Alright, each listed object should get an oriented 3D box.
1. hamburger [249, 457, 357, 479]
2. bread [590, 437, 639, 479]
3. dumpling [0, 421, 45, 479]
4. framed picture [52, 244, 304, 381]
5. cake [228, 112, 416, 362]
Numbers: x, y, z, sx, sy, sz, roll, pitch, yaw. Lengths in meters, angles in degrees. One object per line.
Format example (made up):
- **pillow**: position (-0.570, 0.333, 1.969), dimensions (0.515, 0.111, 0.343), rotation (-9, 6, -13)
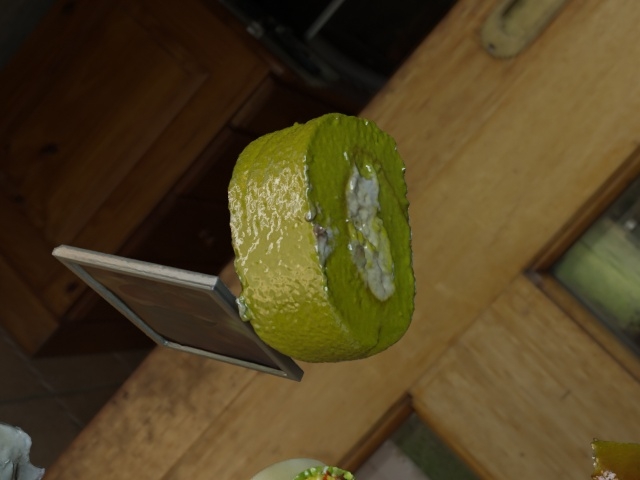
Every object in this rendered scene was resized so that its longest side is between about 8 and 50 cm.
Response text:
- **hamburger**: position (-0.018, 0.281, 1.186), dimensions (0.126, 0.141, 0.081), rotation (66, -4, -39)
- **bread**: position (0.394, 0.307, 1.262), dimensions (0.380, 0.185, 0.109), rotation (-1, -14, 24)
- **dumpling**: position (-0.397, 0.248, 1.251), dimensions (0.199, 0.136, 0.118), rotation (-10, 30, -24)
- **framed picture**: position (-0.159, 0.089, 1.378), dimensions (0.211, 0.020, 0.289), rotation (12, -21, 24)
- **cake**: position (0.000, 0.000, 1.262), dimensions (0.179, 0.156, 0.260), rotation (10, 69, -45)
